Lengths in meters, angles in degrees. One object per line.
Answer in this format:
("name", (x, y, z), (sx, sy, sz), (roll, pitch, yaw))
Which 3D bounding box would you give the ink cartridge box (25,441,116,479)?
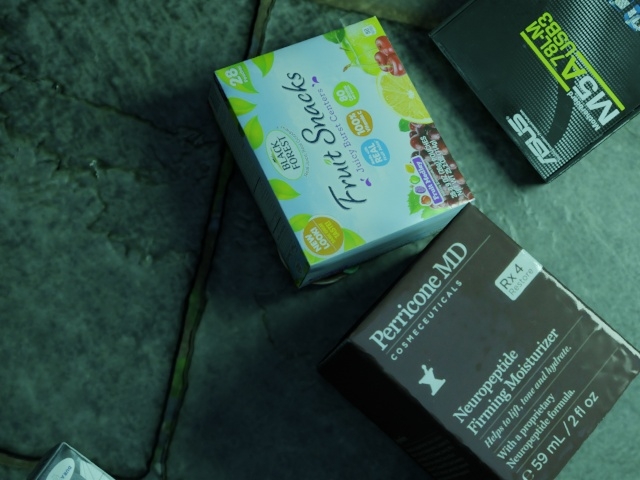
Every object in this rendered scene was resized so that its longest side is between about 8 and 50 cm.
("ink cartridge box", (-0.130, 0.327, 1.019), (0.333, 0.065, 0.165), (39, 59, -10))

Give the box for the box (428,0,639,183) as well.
("box", (0.233, -0.184, 1.221), (0.184, 0.045, 0.190), (-38, 85, 11))

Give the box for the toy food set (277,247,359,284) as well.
("toy food set", (0.000, 0.000, 1.189), (0.083, 0.020, 0.083), (-7, 77, -11))

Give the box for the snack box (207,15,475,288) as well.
("snack box", (0.016, -0.084, 1.173), (0.174, 0.070, 0.207), (-21, 73, -18))

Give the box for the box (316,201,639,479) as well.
("box", (0.134, 0.110, 1.107), (0.203, 0.167, 0.168), (42, 74, 3))
